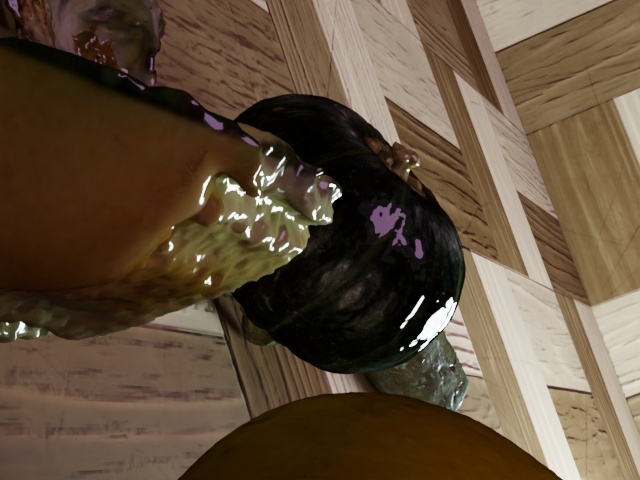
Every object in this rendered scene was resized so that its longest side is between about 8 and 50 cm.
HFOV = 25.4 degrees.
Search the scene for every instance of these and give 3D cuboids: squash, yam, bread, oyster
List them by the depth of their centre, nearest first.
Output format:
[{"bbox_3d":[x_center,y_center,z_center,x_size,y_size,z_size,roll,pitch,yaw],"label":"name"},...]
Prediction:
[{"bbox_3d":[-0.136,-0.019,0.545,0.133,0.251,0.174,-68,162,3],"label":"bread"},{"bbox_3d":[-0.132,-0.118,0.809,0.177,0.056,0.105,-25,99,-73],"label":"oyster"},{"bbox_3d":[0.003,-0.005,0.901,0.193,0.156,0.193,56,20,-32],"label":"squash"},{"bbox_3d":[0.057,0.073,1.114,0.179,0.078,0.078,60,18,-26],"label":"yam"}]

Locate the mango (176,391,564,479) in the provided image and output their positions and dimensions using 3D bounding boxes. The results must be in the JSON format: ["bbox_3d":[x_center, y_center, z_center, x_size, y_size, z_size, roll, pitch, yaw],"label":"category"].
[{"bbox_3d":[0.017,0.202,0.575,0.445,0.220,0.301,26,46,-61],"label":"mango"}]
